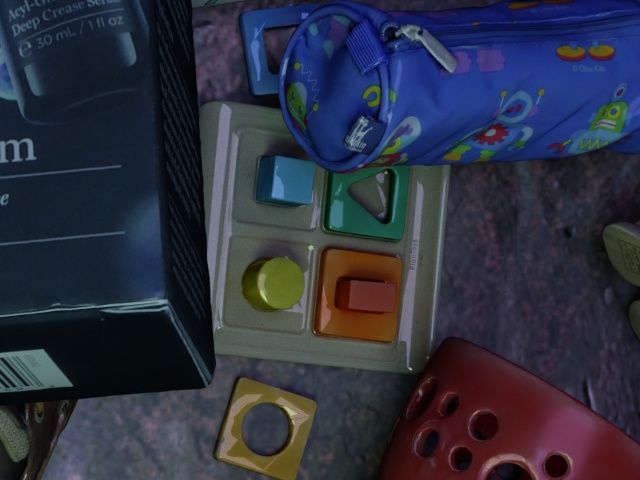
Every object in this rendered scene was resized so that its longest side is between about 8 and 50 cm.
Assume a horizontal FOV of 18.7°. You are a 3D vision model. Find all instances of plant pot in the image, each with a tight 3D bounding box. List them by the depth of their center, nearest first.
[{"bbox_3d":[0.123,0.186,1.357,0.191,0.191,0.174,34,86,-14],"label":"plant pot"}]

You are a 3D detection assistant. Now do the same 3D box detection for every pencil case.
[{"bbox_3d":[0.121,-0.115,1.371,0.306,0.133,0.119,-5,66,-33],"label":"pencil case"}]

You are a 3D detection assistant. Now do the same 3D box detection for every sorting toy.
[{"bbox_3d":[0.000,0.000,1.395,0.196,0.047,0.348,7,84,-18],"label":"sorting toy"}]

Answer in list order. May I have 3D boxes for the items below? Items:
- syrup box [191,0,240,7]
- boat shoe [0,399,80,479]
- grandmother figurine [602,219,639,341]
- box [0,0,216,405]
[{"bbox_3d":[-0.025,-0.228,1.376,0.236,0.096,0.093,-10,87,-20],"label":"syrup box"},{"bbox_3d":[-0.216,0.108,1.265,0.123,0.123,0.342,26,83,-15],"label":"boat shoe"},{"bbox_3d":[0.375,-0.053,1.506,0.342,0.104,0.208,-31,124,-21],"label":"grandmother figurine"},{"bbox_3d":[-0.229,-0.110,1.152,0.293,0.212,0.396,-6,73,2],"label":"box"}]
